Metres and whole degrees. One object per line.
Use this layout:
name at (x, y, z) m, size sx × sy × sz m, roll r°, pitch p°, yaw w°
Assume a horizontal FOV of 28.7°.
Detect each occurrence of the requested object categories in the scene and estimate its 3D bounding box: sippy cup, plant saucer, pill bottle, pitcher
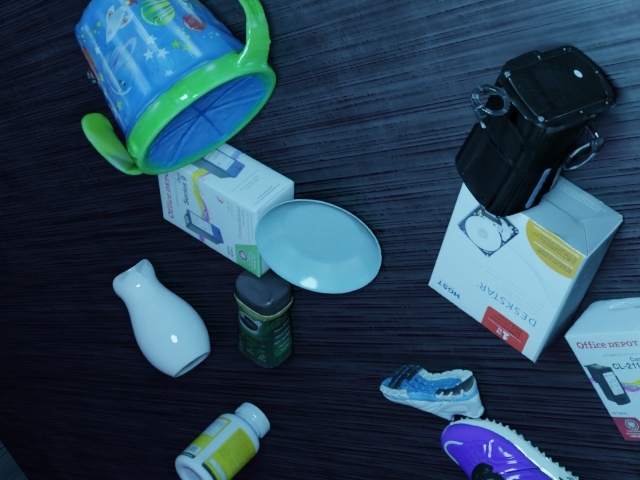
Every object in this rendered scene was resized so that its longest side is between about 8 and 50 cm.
sippy cup at (-0.217, -0.248, 1.747) m, size 0.224 × 0.305 × 0.240 m, roll 54°, pitch 177°, yaw 11°
plant saucer at (0.000, 0.000, 1.868) m, size 0.195 × 0.037 × 0.195 m, roll 11°, pitch 136°, yaw 11°
pill bottle at (-0.183, 0.397, 2.394) m, size 0.103 × 0.184 × 0.103 m, roll 30°, pitch 143°, yaw 26°
pitcher at (-0.298, 0.154, 2.355) m, size 0.207 × 0.125 × 0.178 m, roll 53°, pitch 169°, yaw 10°

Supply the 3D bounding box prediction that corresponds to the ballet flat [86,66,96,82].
ballet flat at (-0.288, -0.278, 1.926) m, size 0.222 × 0.077 × 0.079 m, roll 11°, pitch 113°, yaw 44°

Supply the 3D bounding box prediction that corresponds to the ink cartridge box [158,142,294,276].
ink cartridge box at (-0.149, -0.063, 1.962) m, size 0.212 × 0.093 × 0.154 m, roll 32°, pitch 145°, yaw 25°

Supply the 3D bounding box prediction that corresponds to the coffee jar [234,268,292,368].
coffee jar at (-0.095, 0.126, 2.108) m, size 0.096 × 0.079 × 0.184 m, roll 34°, pitch 146°, yaw 26°

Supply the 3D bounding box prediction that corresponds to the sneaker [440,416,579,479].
sneaker at (0.286, 0.384, 1.876) m, size 0.293 × 0.146 × 0.102 m, roll 31°, pitch 144°, yaw 23°

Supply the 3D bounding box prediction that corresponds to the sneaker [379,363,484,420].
sneaker at (0.173, 0.245, 1.937) m, size 0.191 × 0.071 × 0.083 m, roll 3°, pitch 132°, yaw 48°

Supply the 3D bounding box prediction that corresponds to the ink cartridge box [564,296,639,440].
ink cartridge box at (0.407, 0.163, 1.574) m, size 0.127 × 0.072 × 0.175 m, roll -11°, pitch 116°, yaw 54°

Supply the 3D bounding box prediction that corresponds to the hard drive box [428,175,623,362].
hard drive box at (0.253, 0.016, 1.584) m, size 0.181 × 0.089 × 0.232 m, roll 36°, pitch 146°, yaw 19°

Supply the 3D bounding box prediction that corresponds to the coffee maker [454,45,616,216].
coffee maker at (0.218, -0.121, 1.412) m, size 0.178 × 0.171 × 0.120 m, roll 112°, pitch 155°, yaw -53°
